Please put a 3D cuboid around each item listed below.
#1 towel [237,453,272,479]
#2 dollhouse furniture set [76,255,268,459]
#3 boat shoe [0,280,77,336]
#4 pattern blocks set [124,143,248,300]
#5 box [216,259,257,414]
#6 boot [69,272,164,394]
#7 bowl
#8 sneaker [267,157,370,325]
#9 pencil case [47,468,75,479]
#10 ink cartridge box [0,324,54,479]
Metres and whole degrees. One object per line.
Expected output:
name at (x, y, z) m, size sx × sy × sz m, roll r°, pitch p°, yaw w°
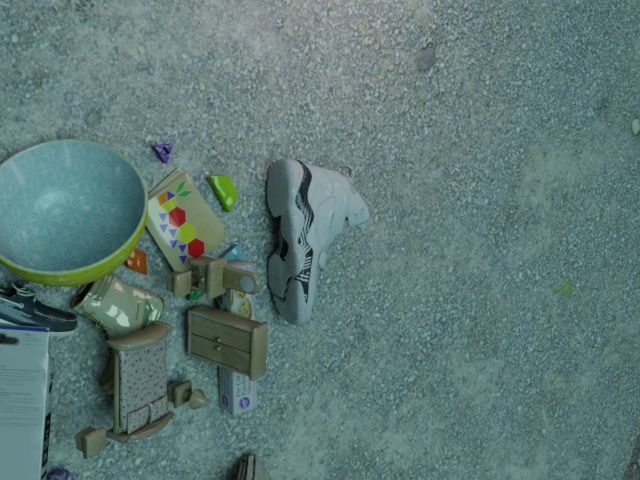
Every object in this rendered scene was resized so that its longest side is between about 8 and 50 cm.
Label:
towel at (-0.103, 0.615, 1.775) m, size 0.049 × 0.187 × 0.282 m, roll -22°, pitch 114°, yaw 10°
dollhouse furniture set at (-0.267, 0.220, 1.528) m, size 0.355 × 0.173 × 0.303 m, roll -23°, pitch 121°, yaw -57°
boat shoe at (-0.551, 0.108, 1.456) m, size 0.254 × 0.095 × 0.079 m, roll 19°, pitch 89°, yaw -24°
pattern blocks set at (-0.288, -0.039, 1.673) m, size 0.285 × 0.026 × 0.325 m, roll -32°, pitch 111°, yaw -30°
box at (-0.176, 0.203, 1.732) m, size 0.067 × 0.063 × 0.324 m, roll -7°, pitch 103°, yaw -35°
boot at (-0.412, 0.171, 1.570) m, size 0.165 × 0.077 × 0.213 m, roll 36°, pitch 68°, yaw -33°
bowl at (-0.446, -0.024, 1.462) m, size 0.289 × 0.289 × 0.156 m, roll -41°, pitch 158°, yaw -26°
sneaker at (0.000, 0.000, 1.815) m, size 0.210 × 0.137 × 0.366 m, roll -4°, pitch 93°, yaw -33°
pencil case at (-0.465, 0.528, 1.551) m, size 0.086 × 0.088 × 0.206 m, roll -40°, pitch 116°, yaw -28°
ink cartridge box at (-0.561, 0.307, 1.438) m, size 0.165 × 0.065 × 0.333 m, roll 6°, pitch 92°, yaw -5°
